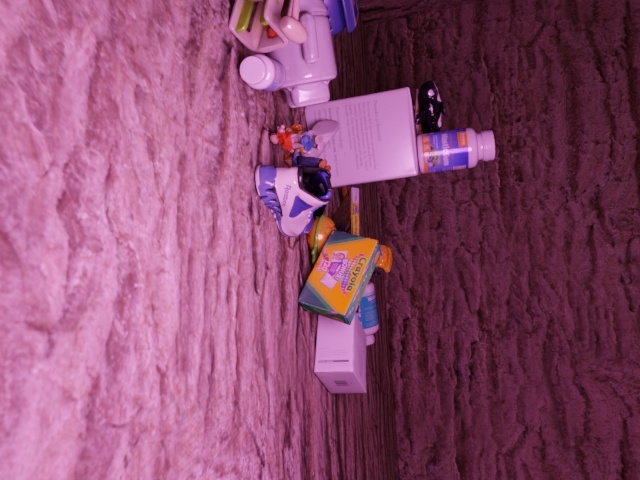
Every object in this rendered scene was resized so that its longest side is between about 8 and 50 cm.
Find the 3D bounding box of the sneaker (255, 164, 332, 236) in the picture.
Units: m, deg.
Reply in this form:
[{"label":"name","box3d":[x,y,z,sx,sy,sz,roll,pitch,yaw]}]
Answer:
[{"label":"sneaker","box3d":[-0.043,-0.110,1.342,0.315,0.183,0.127,56,33,-61]}]

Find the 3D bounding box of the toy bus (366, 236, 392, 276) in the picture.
[{"label":"toy bus","box3d":[0.187,0.051,2.119,0.211,0.221,0.149,61,31,-44]}]

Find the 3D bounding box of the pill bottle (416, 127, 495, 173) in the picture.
[{"label":"pill bottle","box3d":[0.506,-0.342,1.801,0.152,0.272,0.152,-6,90,-76]}]

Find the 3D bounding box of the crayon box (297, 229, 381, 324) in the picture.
[{"label":"crayon box","box3d":[0.065,0.112,1.524,0.278,0.166,0.081,-64,152,-25]}]

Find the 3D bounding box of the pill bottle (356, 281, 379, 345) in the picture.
[{"label":"pill bottle","box3d":[0.175,0.317,2.076,0.146,0.147,0.263,-26,109,-75]}]

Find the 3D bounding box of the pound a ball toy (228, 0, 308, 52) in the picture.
[{"label":"pound a ball toy","box3d":[-0.089,-0.603,1.194,0.136,0.208,0.318,31,66,-53]}]

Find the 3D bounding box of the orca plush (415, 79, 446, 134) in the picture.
[{"label":"orca plush","box3d":[0.403,-0.471,1.879,0.151,0.102,0.287,51,-27,42]}]

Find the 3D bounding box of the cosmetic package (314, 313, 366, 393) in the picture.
[{"label":"cosmetic package","box3d":[0.076,0.391,1.677,0.224,0.138,0.224,65,25,-51]}]

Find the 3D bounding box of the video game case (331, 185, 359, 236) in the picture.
[{"label":"video game case","box3d":[0.091,-0.037,1.859,0.274,0.035,0.248,121,-25,-57]}]

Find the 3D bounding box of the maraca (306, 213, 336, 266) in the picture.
[{"label":"maraca","box3d":[0.000,0.000,1.638,0.127,0.099,0.185,56,44,-61]}]

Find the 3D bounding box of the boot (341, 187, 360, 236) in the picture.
[{"label":"boot","box3d":[0.137,-0.134,2.228,0.264,0.096,0.280,28,57,-72]}]

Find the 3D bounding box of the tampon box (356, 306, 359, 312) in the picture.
[{"label":"tampon box","box3d":[0.087,0.197,1.873,0.161,0.102,0.120,66,22,-50]}]

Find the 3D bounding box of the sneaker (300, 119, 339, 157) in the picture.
[{"label":"sneaker","box3d":[-0.006,-0.353,1.735,0.212,0.080,0.094,-50,155,-28]}]

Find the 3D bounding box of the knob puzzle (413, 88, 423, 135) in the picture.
[{"label":"knob puzzle","box3d":[0.411,-0.515,2.001,0.213,0.030,0.212,3,90,-67]}]

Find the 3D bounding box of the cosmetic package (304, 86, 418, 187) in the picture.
[{"label":"cosmetic package","box3d":[0.184,-0.393,1.919,0.329,0.395,0.326,-32,115,-75]}]

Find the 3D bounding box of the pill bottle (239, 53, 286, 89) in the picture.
[{"label":"pill bottle","box3d":[-0.151,-0.439,1.253,0.160,0.087,0.087,-47,130,-71]}]

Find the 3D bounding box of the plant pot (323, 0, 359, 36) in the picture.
[{"label":"plant pot","box3d":[0.036,-0.961,1.951,0.235,0.212,0.235,-79,158,-50]}]

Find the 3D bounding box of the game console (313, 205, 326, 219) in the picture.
[{"label":"game console","box3d":[-0.027,-0.134,1.757,0.107,0.071,0.122,-66,165,4]}]

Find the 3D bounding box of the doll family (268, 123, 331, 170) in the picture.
[{"label":"doll family","box3d":[-0.055,-0.253,1.428,0.118,0.163,0.262,-49,139,-30]}]

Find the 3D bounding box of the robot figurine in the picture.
[{"label":"robot figurine","box3d":[-0.064,-0.580,1.421,0.300,0.200,0.352,-149,-134,-68]}]
